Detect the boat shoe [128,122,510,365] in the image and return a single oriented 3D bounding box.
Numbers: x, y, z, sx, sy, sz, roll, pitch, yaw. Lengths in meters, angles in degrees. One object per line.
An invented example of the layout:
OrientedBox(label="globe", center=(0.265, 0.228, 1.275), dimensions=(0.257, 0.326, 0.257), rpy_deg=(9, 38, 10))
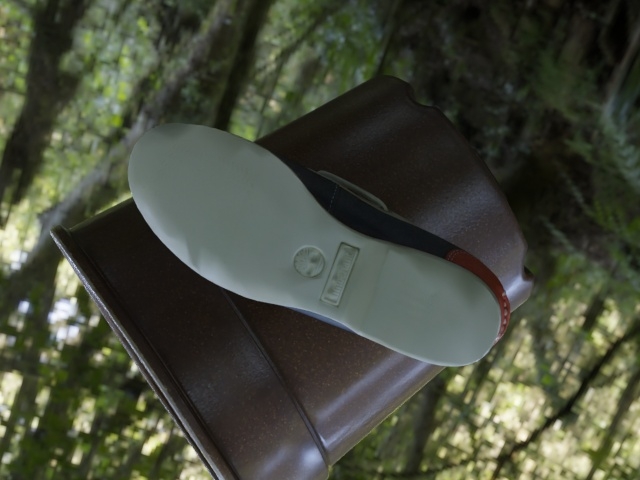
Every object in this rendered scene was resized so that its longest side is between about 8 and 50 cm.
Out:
OrientedBox(label="boat shoe", center=(0.000, 0.000, 0.427), dimensions=(0.137, 0.049, 0.043), rpy_deg=(25, -165, 8))

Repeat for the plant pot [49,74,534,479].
OrientedBox(label="plant pot", center=(-0.006, 0.020, 0.569), dimensions=(0.165, 0.167, 0.167), rpy_deg=(-34, -133, -12))
